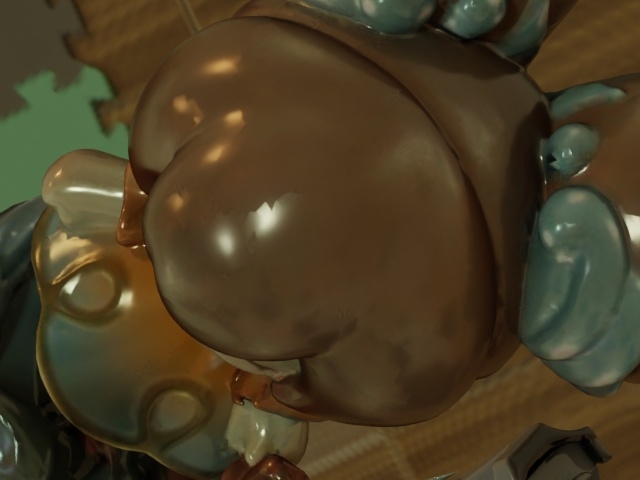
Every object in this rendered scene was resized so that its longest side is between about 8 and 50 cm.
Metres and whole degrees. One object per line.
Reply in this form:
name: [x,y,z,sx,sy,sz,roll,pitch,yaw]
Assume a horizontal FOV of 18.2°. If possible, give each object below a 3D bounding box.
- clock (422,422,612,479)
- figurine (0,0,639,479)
clock: [0.089,0.230,1.464,0.186,0.253,0.083,-31,95,43]
figurine: [0.000,0.002,0.884,0.248,0.388,0.276,-39,92,-30]
